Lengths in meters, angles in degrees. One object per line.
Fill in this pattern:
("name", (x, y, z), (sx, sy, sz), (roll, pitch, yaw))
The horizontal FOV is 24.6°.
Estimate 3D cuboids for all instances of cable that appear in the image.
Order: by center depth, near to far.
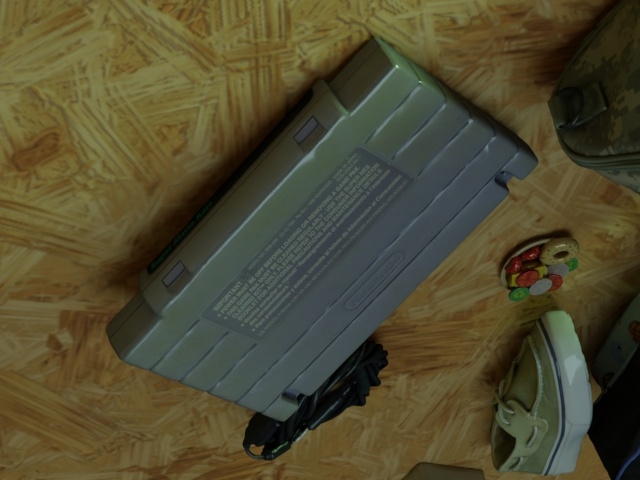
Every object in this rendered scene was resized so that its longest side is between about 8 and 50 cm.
("cable", (0.009, 0.159, 1.487), (0.150, 0.047, 0.184), (-13, 151, -42))

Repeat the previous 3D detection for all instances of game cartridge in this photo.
("game cartridge", (0.000, 0.000, 1.296), (0.355, 0.068, 0.230), (-46, 132, 16))

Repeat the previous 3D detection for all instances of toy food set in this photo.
("toy food set", (0.223, 0.028, 1.490), (0.083, 0.020, 0.082), (-17, 142, -7))

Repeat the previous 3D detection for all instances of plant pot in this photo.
("plant pot", (0.144, 0.341, 1.763), (0.109, 0.096, 0.109), (13, 129, -37))

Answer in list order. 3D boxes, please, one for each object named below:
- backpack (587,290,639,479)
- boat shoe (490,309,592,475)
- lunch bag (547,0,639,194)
("backpack", (0.440, 0.161, 1.605), (0.263, 0.213, 0.276), (2, 144, -18))
("boat shoe", (0.238, 0.185, 1.618), (0.094, 0.109, 0.302), (-11, 143, -3))
("lunch bag", (0.375, -0.112, 1.263), (0.305, 0.212, 0.256), (21, 142, -41))
